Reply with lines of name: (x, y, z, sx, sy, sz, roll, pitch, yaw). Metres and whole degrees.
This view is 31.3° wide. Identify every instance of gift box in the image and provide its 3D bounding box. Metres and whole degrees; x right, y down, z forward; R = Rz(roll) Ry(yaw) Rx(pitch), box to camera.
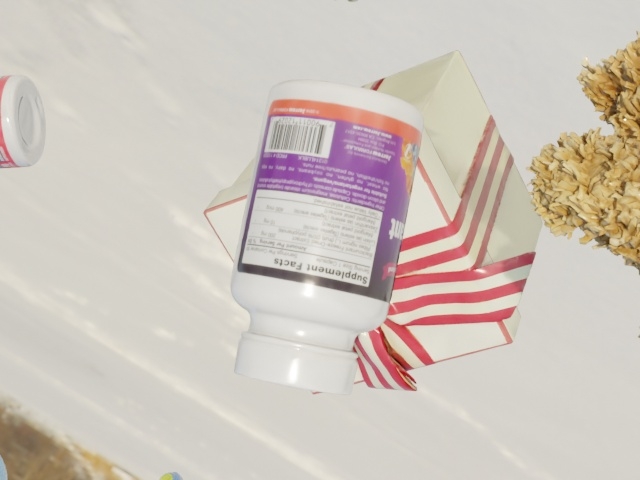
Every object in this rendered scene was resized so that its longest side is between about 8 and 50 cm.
gift box: (0.071, -0.026, 1.107, 0.276, 0.258, 0.255, -23, 110, 32)

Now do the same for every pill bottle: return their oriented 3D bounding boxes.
pill bottle: (-0.423, -0.133, 1.330, 0.180, 0.108, 0.108, -3, 157, 8)
pill bottle: (0.000, 0.000, 0.758, 0.108, 0.193, 0.108, 11, 176, 1)

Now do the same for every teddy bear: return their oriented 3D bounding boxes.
teddy bear: (0.223, 0.000, 0.577, 0.245, 0.113, 0.338, 12, -147, -22)

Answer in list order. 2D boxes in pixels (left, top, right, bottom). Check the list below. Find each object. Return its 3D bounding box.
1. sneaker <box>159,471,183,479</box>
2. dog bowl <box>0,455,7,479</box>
sneaker: (-0.094, 0.262, 0.868, 0.078, 0.067, 0.188, 39, -165, -51)
dog bowl: (-0.346, 0.166, 0.817, 0.297, 0.166, 0.074, 61, -175, -39)
